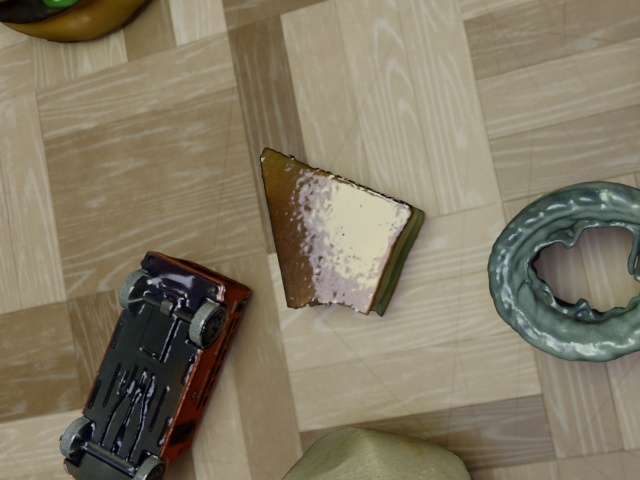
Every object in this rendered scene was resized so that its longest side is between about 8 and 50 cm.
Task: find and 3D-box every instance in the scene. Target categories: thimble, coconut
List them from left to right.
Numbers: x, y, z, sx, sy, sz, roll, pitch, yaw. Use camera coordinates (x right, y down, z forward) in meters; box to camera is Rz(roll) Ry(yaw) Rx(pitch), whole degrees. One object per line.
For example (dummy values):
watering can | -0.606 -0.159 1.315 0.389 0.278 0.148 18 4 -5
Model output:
coconut | 0.055 0.343 1.038 0.266 0.237 0.237 9 89 -25
thimble | 0.325 0.033 1.028 0.250 0.172 0.205 -10 88 20

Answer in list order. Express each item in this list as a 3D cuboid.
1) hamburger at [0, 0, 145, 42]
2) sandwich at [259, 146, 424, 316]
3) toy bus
hamburger | -0.414 -0.475 1.229 0.395 0.277 0.396 -3 83 23
sandwich | 0.000 0.000 1.162 0.220 0.108 0.186 24 94 16
toy bus | -0.221 0.190 1.201 0.143 0.153 0.329 22 92 19
